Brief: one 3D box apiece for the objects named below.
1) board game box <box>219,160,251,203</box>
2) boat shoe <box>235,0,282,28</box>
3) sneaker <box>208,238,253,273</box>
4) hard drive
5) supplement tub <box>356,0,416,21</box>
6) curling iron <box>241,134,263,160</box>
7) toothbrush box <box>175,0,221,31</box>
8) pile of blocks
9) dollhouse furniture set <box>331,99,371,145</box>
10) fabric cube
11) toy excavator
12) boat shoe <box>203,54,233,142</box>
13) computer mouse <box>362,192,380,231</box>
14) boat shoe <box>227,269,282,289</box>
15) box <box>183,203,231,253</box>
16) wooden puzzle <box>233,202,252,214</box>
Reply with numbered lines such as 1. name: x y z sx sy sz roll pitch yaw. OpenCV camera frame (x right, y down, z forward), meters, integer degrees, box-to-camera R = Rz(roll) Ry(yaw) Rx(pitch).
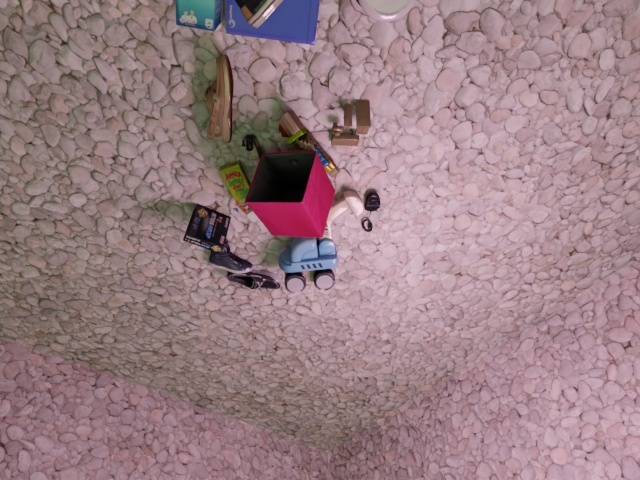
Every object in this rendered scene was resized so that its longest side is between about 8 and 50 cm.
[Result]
1. board game box: -0.370 -0.258 1.854 0.092 0.043 0.181 -16 127 9
2. boat shoe: -0.087 -0.897 1.273 0.500 0.186 0.156 -42 114 15
3. sneaker: -0.444 0.078 2.081 0.227 0.086 0.163 11 129 -10
4. hard drive: -0.166 -0.815 1.440 0.319 0.040 0.210 4 127 -7
5. supplement tub: 0.197 -0.819 1.314 0.191 0.272 0.191 -2 127 -2
6. curling iron: -0.261 -0.341 1.803 0.068 0.035 0.274 -17 126 14
7. toothbrush box: -0.375 -0.843 1.297 0.126 0.216 0.295 5 126 -8
8. pile of blocks: -0.064 -0.370 1.722 0.113 0.148 0.362 -33 123 19
9. dollhouse furniture set: 0.122 -0.486 1.720 0.144 0.123 0.151 1 162 -4
10. fabric cube: -0.113 -0.187 1.711 0.254 0.258 0.258 2 151 23
11. toy excavator: 0.000 0.000 1.991 0.434 0.222 0.444 -7 119 0
12. boat shoe: -0.396 -0.536 1.590 0.110 0.121 0.340 4 128 -8
13. computer mouse: 0.240 -0.137 1.996 0.071 0.041 0.242 1 134 -6
14. boat shoe: -0.345 0.213 2.180 0.302 0.102 0.108 21 123 -18
15. box: -0.513 -0.055 1.890 0.175 0.220 0.051 23 128 -19
16. wooden puzzle: -0.348 -0.160 1.949 0.116 0.014 0.078 -35 122 22
